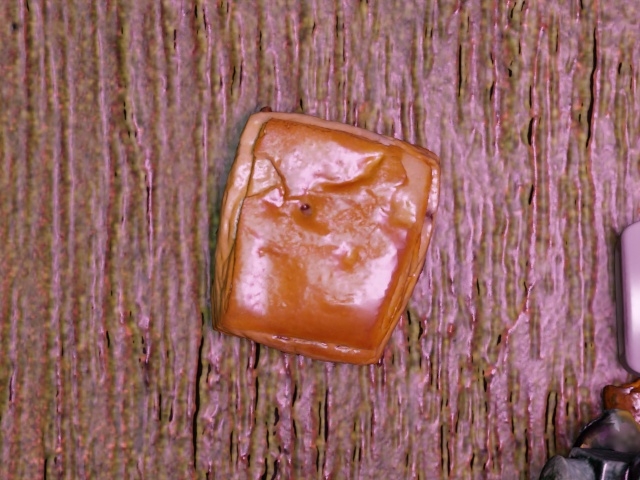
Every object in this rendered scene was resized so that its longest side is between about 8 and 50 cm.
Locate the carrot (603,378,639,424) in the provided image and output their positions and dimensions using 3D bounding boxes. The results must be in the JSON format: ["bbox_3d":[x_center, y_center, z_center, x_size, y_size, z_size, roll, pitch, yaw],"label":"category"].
[{"bbox_3d":[0.306,0.265,1.606,0.070,0.070,0.260,0,90,5],"label":"carrot"}]

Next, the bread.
[{"bbox_3d":[0.000,0.000,1.616,0.210,0.099,0.235,14,91,4],"label":"bread"}]

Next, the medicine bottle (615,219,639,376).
[{"bbox_3d":[0.435,0.054,1.577,0.296,0.111,0.161,-3,83,6],"label":"medicine bottle"}]

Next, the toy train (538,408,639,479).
[{"bbox_3d":[0.377,0.301,1.519,0.397,0.160,0.253,8,91,-19],"label":"toy train"}]
